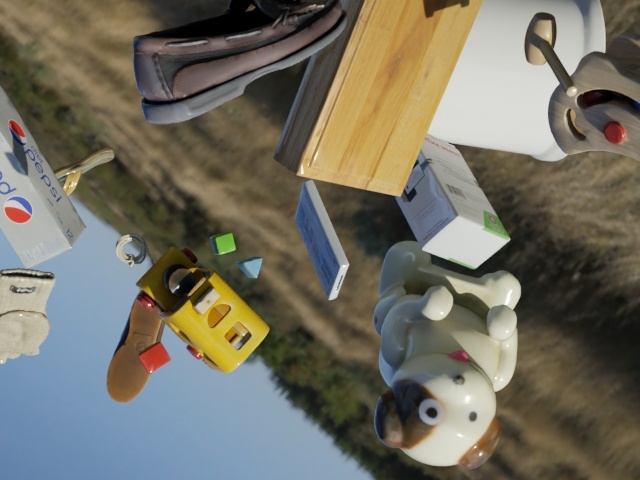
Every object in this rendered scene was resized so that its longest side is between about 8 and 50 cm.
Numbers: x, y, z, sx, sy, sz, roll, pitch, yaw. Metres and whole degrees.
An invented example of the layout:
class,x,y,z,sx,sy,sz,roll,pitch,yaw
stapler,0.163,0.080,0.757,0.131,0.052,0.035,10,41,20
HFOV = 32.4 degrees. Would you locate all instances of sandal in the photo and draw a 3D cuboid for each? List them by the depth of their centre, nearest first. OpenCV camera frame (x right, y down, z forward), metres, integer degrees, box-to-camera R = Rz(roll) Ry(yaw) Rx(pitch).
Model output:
class,x,y,z,sx,sy,sz,roll,pitch,yaw
sandal,-0.432,-0.104,1.903,0.049,0.180,0.072,63,163,-4

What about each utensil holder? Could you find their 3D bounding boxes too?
class,x,y,z,sx,sy,sz,roll,pitch,yaw
utensil holder,0.266,-0.328,1.985,0.385,0.327,0.327,7,-176,-12

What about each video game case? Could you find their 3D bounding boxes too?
class,x,y,z,sx,sy,sz,roll,pitch,yaw
video game case,0.000,0.000,1.760,0.143,0.019,0.157,106,143,-65

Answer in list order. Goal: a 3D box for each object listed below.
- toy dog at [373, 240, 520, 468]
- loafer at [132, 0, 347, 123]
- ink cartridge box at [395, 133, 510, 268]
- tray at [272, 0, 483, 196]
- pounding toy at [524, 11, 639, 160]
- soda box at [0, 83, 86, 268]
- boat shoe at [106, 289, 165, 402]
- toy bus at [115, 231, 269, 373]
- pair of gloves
class,x,y,z,sx,sy,sz,roll,pitch,yaw
toy dog,0.206,0.243,2.058,0.284,0.395,0.408,26,-156,-10
loafer,-0.080,-0.227,1.195,0.109,0.302,0.095,9,125,42
ink cartridge box,0.208,-0.075,1.901,0.160,0.092,0.219,20,-144,-45
tray,0.101,-0.273,1.536,0.203,0.411,0.076,9,-161,-40
pounding toy,0.334,-0.142,1.300,0.269,0.155,0.154,41,145,28
soda box,-0.489,-0.106,1.742,0.286,0.091,0.098,62,-167,-17
boat shoe,-0.304,0.173,1.866,0.073,0.207,0.073,22,-171,-4
toy bus,-0.163,0.084,1.480,0.202,0.191,0.104,-1,180,-24
pair of gloves,-0.474,0.099,1.431,0.204,0.240,0.042,110,152,-44
